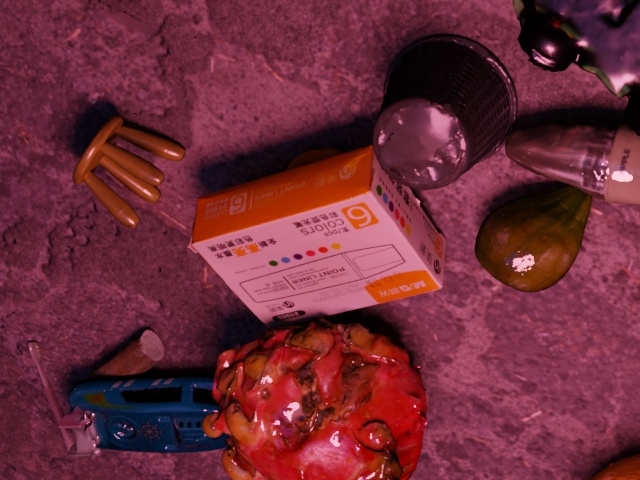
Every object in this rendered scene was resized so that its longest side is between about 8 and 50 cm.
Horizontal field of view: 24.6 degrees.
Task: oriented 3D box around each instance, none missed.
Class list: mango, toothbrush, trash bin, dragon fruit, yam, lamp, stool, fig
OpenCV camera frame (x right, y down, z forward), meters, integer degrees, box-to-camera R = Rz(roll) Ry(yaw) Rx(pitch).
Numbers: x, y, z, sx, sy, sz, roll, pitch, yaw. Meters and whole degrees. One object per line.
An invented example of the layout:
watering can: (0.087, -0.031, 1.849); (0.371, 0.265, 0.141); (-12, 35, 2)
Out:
mango: (0.003, -0.083, 1.931); (0.114, 0.057, 0.079); (-6, 117, 31)
toothbrush: (-0.414, 0.241, 2.261); (0.017, 0.014, 0.194); (-6, 112, 22)
trash bin: (0.142, -0.142, 1.790); (0.175, 0.161, 0.176); (8, 119, 15)
dragon fruit: (-0.010, 0.237, 1.954); (0.291, 0.269, 0.250); (8, 147, -11)
yam: (-0.287, 0.185, 2.168); (0.132, 0.054, 0.054); (-38, 98, 30)
lamp: (0.344, -0.096, 1.774); (0.250, 0.101, 0.101); (11, 118, 14)
stool: (-0.263, -0.097, 1.987); (0.110, 0.134, 0.135); (32, 76, 0)
fig: (0.275, -0.011, 1.833); (0.123, 0.123, 0.156); (38, 109, -1)

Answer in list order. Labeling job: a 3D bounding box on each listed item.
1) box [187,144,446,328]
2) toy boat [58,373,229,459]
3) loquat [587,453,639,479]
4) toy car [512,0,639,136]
box: (0.000, 0.000, 1.903); (0.273, 0.091, 0.221); (-17, 137, 26)
toy boat: (-0.223, 0.271, 2.134); (0.298, 0.092, 0.134); (-3, 124, 12)
loquat: (0.429, 0.404, 1.890); (0.274, 0.275, 0.275); (8, 117, 16)
toy car: (0.400, -0.234, 1.647); (0.358, 0.176, 0.213); (37, 113, 11)
